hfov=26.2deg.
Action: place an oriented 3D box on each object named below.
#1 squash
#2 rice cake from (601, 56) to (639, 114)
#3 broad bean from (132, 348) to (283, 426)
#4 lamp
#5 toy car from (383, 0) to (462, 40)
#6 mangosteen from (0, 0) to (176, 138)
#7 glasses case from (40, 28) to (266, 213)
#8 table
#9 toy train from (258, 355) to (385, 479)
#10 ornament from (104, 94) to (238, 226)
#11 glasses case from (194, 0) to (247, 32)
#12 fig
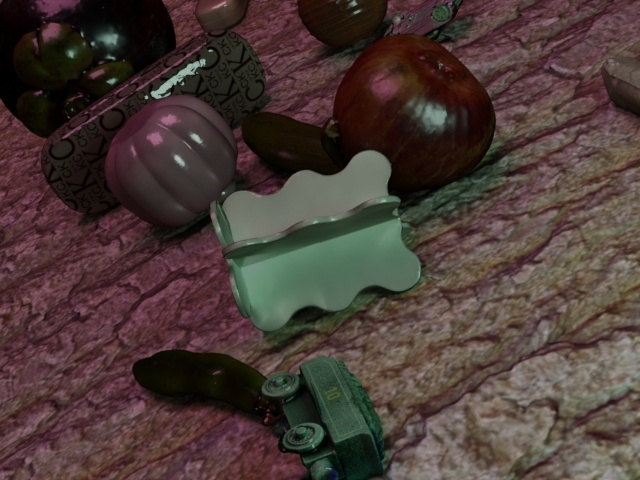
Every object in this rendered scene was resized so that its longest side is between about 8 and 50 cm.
[{"bbox_3d":[-0.031,-0.123,1.797,0.318,0.080,0.071,20,94,55],"label":"squash"},{"bbox_3d":[0.388,-0.144,1.481,0.052,0.057,0.256,-18,26,-15],"label":"rice cake"},{"bbox_3d":[-0.120,0.149,1.475,0.254,0.046,0.065,9,60,46],"label":"broad bean"},{"bbox_3d":[0.033,-0.353,2.035,0.136,0.136,0.136,-22,30,13],"label":"lamp"},{"bbox_3d":[0.148,-0.309,1.944,0.142,0.055,0.069,-29,25,30],"label":"toy car"},{"bbox_3d":[-0.359,-0.283,2.111,0.300,0.300,0.300,-22,30,13],"label":"mangosteen"},{"bbox_3d":[-0.239,-0.174,1.985,0.355,0.137,0.085,-36,29,-10],"label":"glasses case"},{"bbox_3d":[0.000,0.000,1.503,0.198,0.166,0.166,-18,31,5],"label":"table"},{"bbox_3d":[0.003,0.174,1.312,0.099,0.070,0.172,-21,29,-5],"label":"toy train"},{"bbox_3d":[-0.192,-0.101,1.829,0.177,0.177,0.177,-22,30,13],"label":"ornament"},{"bbox_3d":[-0.168,-0.429,2.406,0.083,0.050,0.196,-16,32,17],"label":"glasses case"},{"bbox_3d":[0.097,-0.137,1.599,0.205,0.205,0.205,-22,30,13],"label":"fig"}]
